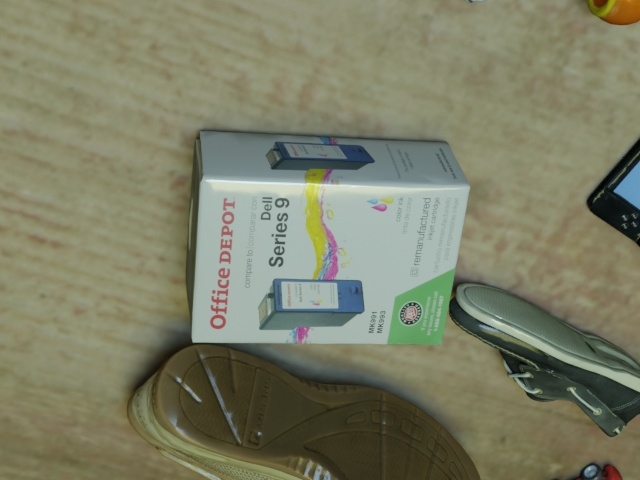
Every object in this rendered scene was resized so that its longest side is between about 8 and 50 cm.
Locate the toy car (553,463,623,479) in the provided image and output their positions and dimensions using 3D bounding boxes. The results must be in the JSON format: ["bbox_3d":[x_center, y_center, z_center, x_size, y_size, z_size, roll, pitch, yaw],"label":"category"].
[{"bbox_3d":[0.345,0.215,1.110,0.239,0.053,0.225,3,118,-11],"label":"toy car"}]

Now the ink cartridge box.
[{"bbox_3d":[0.000,0.000,0.915,0.212,0.093,0.154,3,119,-9],"label":"ink cartridge box"}]

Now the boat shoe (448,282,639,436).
[{"bbox_3d":[0.204,0.112,1.013,0.233,0.084,0.079,28,111,-25],"label":"boat shoe"}]

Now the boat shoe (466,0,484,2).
[{"bbox_3d":[0.040,-0.254,0.797,0.076,0.083,0.226,-31,108,22],"label":"boat shoe"}]

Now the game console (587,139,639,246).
[{"bbox_3d":[0.311,-0.036,0.955,0.107,0.071,0.122,31,110,-23],"label":"game console"}]

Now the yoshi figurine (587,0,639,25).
[{"bbox_3d":[0.395,-0.177,0.835,0.362,0.203,0.203,3,134,-13],"label":"yoshi figurine"}]

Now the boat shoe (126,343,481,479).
[{"bbox_3d":[-0.007,0.190,1.019,0.341,0.121,0.110,27,148,-19],"label":"boat shoe"}]
